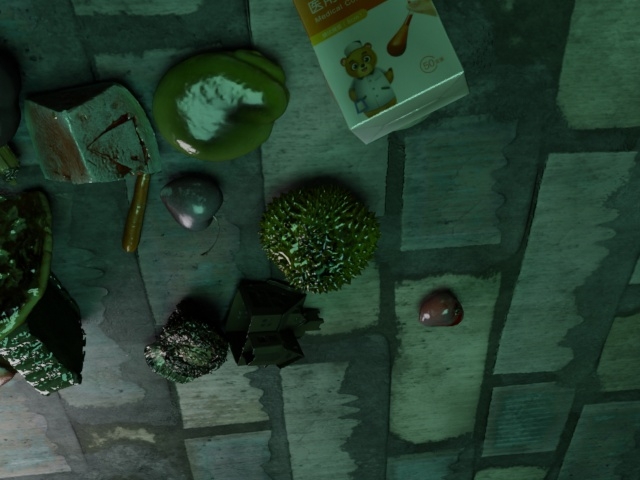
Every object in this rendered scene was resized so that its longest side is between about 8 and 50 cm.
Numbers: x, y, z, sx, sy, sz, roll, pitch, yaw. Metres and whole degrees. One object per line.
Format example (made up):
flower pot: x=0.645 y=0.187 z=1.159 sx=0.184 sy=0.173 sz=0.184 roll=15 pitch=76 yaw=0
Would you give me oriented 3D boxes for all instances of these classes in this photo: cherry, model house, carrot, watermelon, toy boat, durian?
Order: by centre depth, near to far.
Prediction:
watermelon: x=-0.489 y=-0.192 z=1.368 sx=0.261 sy=0.201 sz=0.213 roll=-8 pitch=121 yaw=5
toy boat: x=-0.711 y=-0.210 z=1.404 sx=0.088 sy=0.068 sz=0.226 roll=-29 pitch=131 yaw=-8
cherry: x=-0.307 y=-0.066 z=1.548 sx=0.148 sy=0.115 sz=0.188 roll=6 pitch=136 yaw=-36
durian: x=0.000 y=0.003 z=1.563 sx=0.290 sy=0.225 sz=0.291 roll=0 pitch=133 yaw=0
carrot: x=-0.433 y=-0.069 z=1.577 sx=0.043 sy=0.043 sz=0.248 roll=12 pitch=125 yaw=-15
model house: x=-0.100 y=0.238 z=1.779 sx=0.243 sy=0.204 sz=0.211 roll=-1 pitch=131 yaw=-27
cherry: x=0.334 y=0.190 z=1.842 sx=0.126 sy=0.087 sz=0.106 roll=1 pitch=138 yaw=16

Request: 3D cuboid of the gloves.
gloves: x=-0.350 y=0.278 z=1.801 sx=0.210 sy=0.135 sz=0.312 roll=48 pitch=134 yaw=-13

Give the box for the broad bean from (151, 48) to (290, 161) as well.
broad bean: x=-0.203 y=-0.276 z=1.383 sx=0.290 sy=0.119 sz=0.238 roll=-16 pitch=129 yaw=7

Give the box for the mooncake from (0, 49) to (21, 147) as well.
mooncake: x=-0.690 y=-0.276 z=1.272 sx=0.244 sy=0.133 sz=0.245 roll=-9 pitch=114 yaw=-22

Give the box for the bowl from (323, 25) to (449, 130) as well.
bowl: x=0.146 y=-0.336 z=1.362 sx=0.276 sy=0.145 sz=0.277 roll=-2 pitch=127 yaw=-3

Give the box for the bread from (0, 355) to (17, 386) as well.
bread: x=-1.007 y=0.332 z=1.772 sx=0.323 sy=0.143 sz=0.333 roll=31 pitch=120 yaw=-26

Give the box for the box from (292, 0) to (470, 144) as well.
box: x=0.097 y=-0.379 z=1.201 sx=0.224 sy=0.341 sz=0.143 roll=-25 pitch=170 yaw=13

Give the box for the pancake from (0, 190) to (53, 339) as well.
pancake: x=-0.762 y=0.083 z=1.505 sx=0.304 sy=0.427 sz=0.067 roll=9 pitch=171 yaw=5

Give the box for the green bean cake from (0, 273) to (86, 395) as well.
green bean cake: x=-0.689 y=0.228 z=1.658 sx=0.132 sy=0.241 sz=0.255 roll=-22 pitch=131 yaw=1
